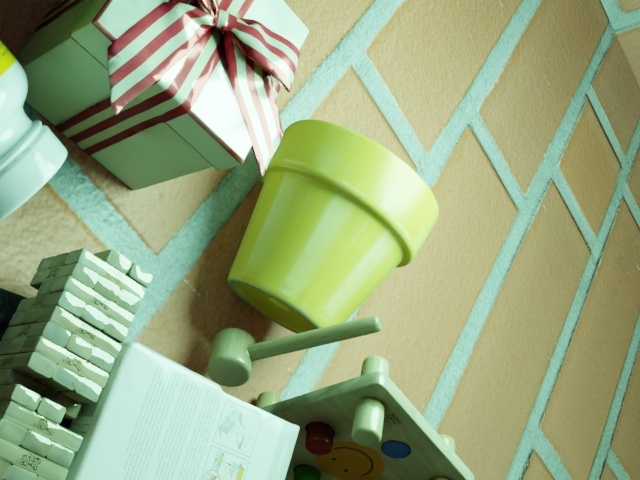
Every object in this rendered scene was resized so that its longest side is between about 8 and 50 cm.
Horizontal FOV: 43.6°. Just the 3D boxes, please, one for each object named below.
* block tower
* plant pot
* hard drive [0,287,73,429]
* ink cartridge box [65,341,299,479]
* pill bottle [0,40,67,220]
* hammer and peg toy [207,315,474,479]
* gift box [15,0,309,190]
[{"bbox_3d":[-0.289,0.163,0.806,0.091,0.097,0.335,39,54,-34],"label":"block tower"},{"bbox_3d":[0.000,0.000,1.120,0.254,0.254,0.239,43,69,-32],"label":"plant pot"},{"bbox_3d":[-0.343,0.188,0.850,0.172,0.054,0.254,29,62,-40],"label":"hard drive"},{"bbox_3d":[-0.172,0.298,0.878,0.261,0.066,0.296,36,59,-34],"label":"ink cartridge box"},{"bbox_3d":[-0.406,-0.166,0.752,0.334,0.188,0.188,52,50,-26],"label":"pill bottle"},{"bbox_3d":[0.017,0.256,1.064,0.361,0.266,0.127,51,32,-28],"label":"hammer and peg toy"},{"bbox_3d":[-0.181,-0.204,0.942,0.255,0.258,0.276,38,57,-35],"label":"gift box"}]
